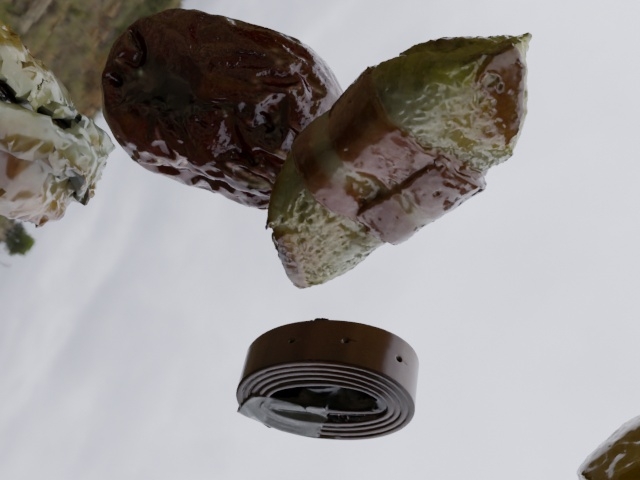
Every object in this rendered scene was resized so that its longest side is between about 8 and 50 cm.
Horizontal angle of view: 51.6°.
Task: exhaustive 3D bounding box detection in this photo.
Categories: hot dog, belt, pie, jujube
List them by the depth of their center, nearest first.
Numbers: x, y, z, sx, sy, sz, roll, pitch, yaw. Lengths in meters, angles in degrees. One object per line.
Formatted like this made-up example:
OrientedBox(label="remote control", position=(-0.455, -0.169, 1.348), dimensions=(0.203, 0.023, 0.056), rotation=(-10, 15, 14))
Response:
OrientedBox(label="pie", position=(-0.238, -0.105, 0.369), dimensions=(0.086, 0.308, 0.308), rotation=(-56, -151, -7))
OrientedBox(label="hot dog", position=(0.050, -0.064, 0.487), dimensions=(0.261, 0.123, 0.093), rotation=(-34, -149, 34))
OrientedBox(label="jujube", position=(-0.134, -0.197, 1.006), dimensions=(0.276, 0.376, 0.277), rotation=(18, 90, -89))
OrientedBox(label="belt", position=(0.008, 0.257, 1.216), dimensions=(0.338, 0.217, 0.122), rotation=(-3, -145, 15))

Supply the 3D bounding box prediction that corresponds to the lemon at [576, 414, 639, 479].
OrientedBox(label="lemon", position=(0.466, 0.297, 0.651), dimensions=(0.364, 0.364, 0.364), rotation=(-36, -146, 30))
